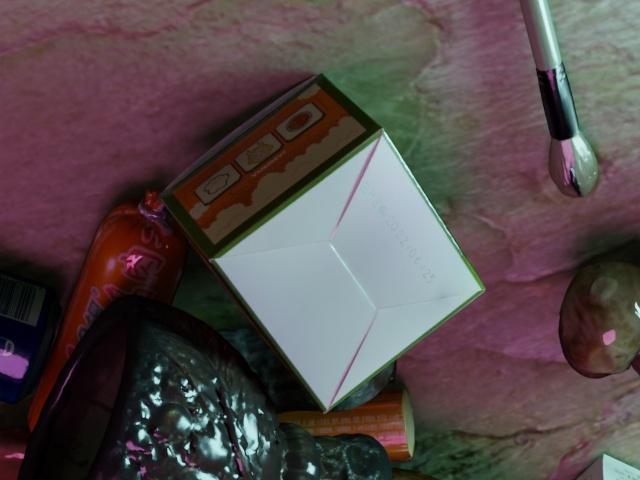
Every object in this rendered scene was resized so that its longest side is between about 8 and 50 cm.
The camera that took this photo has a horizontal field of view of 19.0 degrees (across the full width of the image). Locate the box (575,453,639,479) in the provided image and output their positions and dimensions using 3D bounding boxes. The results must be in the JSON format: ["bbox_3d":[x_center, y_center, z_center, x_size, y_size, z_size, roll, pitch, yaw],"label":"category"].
[{"bbox_3d":[0.317,0.282,1.909,0.152,0.048,0.100,27,132,-14],"label":"box"}]

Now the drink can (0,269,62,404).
[{"bbox_3d":[-0.346,0.069,1.743,0.205,0.118,0.118,20,129,-10],"label":"drink can"}]

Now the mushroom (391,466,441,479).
[{"bbox_3d":[0.035,0.377,1.844,0.334,0.356,0.331,18,116,43],"label":"mushroom"}]

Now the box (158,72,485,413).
[{"bbox_3d":[0.000,0.000,1.599,0.177,0.148,0.195,-38,123,-4],"label":"box"}]

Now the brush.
[{"bbox_3d":[0.182,-0.153,1.553,0.042,0.039,0.299,-36,130,-20],"label":"brush"}]

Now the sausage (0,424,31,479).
[{"bbox_3d":[-0.320,0.288,1.908,0.152,0.152,0.279,27,128,-17],"label":"sausage"}]

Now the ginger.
[{"bbox_3d":[0.363,0.062,1.643,0.304,0.155,0.244,-28,125,25],"label":"ginger"}]

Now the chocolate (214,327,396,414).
[{"bbox_3d":[-0.047,0.123,1.769,0.248,0.110,0.110,-14,128,20],"label":"chocolate"}]

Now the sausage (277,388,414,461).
[{"bbox_3d":[-0.028,0.186,1.843,0.234,0.071,0.071,-5,130,10],"label":"sausage"}]

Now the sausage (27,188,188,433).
[{"bbox_3d":[-0.189,0.072,1.746,0.093,0.093,0.312,18,130,-10],"label":"sausage"}]

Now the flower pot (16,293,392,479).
[{"bbox_3d":[-0.098,0.213,1.630,0.267,0.266,0.266,25,128,-18],"label":"flower pot"}]
